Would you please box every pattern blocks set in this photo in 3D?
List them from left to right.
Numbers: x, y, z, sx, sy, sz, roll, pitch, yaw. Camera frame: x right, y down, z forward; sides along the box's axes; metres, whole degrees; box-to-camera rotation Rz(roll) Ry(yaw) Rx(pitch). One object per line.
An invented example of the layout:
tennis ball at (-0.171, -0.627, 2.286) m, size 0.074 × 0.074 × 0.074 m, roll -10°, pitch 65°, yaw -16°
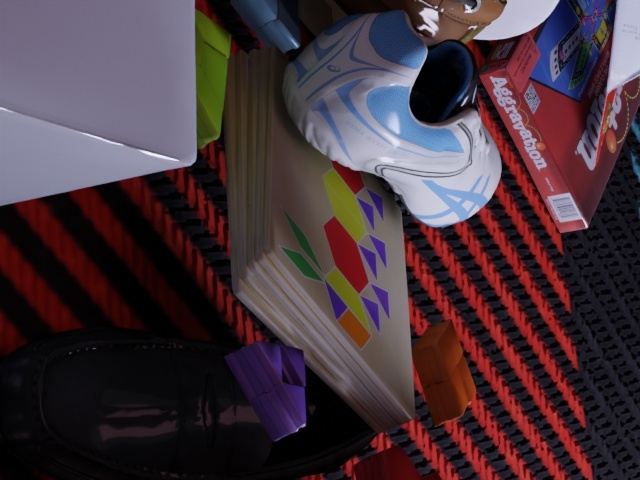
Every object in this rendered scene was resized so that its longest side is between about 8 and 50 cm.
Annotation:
pattern blocks set at (0.000, 0.000, 0.808) m, size 0.285 × 0.026 × 0.325 m, roll 55°, pitch 22°, yaw -26°

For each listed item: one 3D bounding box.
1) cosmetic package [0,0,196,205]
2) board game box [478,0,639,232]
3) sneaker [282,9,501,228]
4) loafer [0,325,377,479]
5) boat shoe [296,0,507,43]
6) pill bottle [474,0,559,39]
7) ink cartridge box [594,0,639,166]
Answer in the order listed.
cosmetic package at (-0.165, -0.125, 0.527) m, size 0.138 × 0.225 × 0.224 m, roll 14°, pitch 72°, yaw -52°
board game box at (0.201, -0.150, 1.207) m, size 0.145 × 0.027 × 0.281 m, roll 59°, pitch 40°, yaw -28°
sneaker at (0.061, -0.065, 0.877) m, size 0.237 × 0.086 × 0.085 m, roll 19°, pitch 47°, yaw -65°
loafer at (-0.056, 0.078, 0.751) m, size 0.223 × 0.078 × 0.076 m, roll 14°, pitch 70°, yaw -52°
boat shoe at (-0.005, -0.201, 0.844) m, size 0.307 × 0.104 × 0.110 m, roll 38°, pitch 31°, yaw -47°
pill bottle at (0.131, -0.259, 1.029) m, size 0.152 × 0.152 × 0.272 m, roll 53°, pitch 43°, yaw -32°
ink cartridge box at (0.242, -0.189, 1.110) m, size 0.232 × 0.066 × 0.189 m, roll 80°, pitch 25°, yaw -49°
